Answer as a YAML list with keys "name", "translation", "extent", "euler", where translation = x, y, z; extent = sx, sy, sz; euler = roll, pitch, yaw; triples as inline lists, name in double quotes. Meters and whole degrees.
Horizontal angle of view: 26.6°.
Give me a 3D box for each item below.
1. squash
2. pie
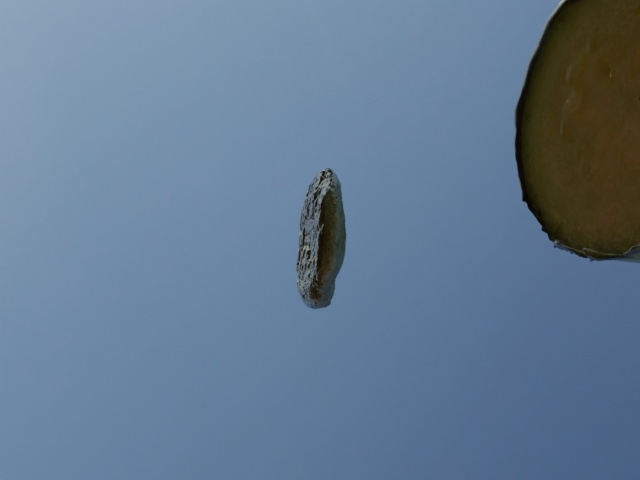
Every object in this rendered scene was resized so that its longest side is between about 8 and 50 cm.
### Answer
- name: "squash"
  translation: [0.234, -0.077, 0.909]
  extent: [0.220, 0.133, 0.220]
  euler: [-38, -137, 46]
- name: "pie"
  translation: [0.000, 0.000, 0.755]
  extent: [0.085, 0.017, 0.085]
  euler: [-176, -90, -80]
